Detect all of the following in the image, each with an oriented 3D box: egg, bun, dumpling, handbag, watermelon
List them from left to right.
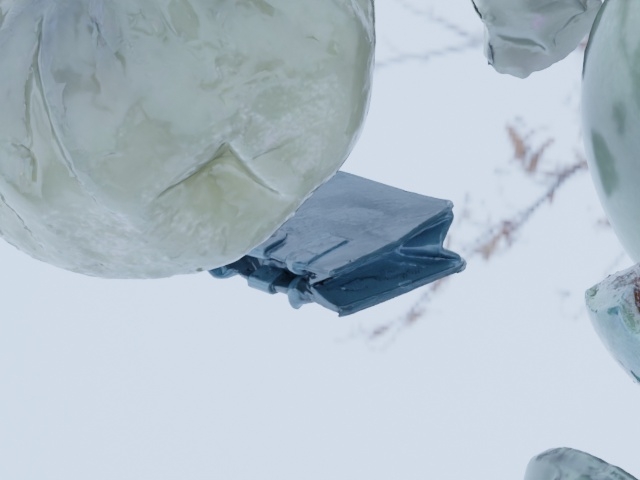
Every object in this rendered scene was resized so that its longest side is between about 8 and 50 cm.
[{"bbox_3d":[-0.140,-0.149,1.172,0.359,0.211,0.360,-8,-110,24],"label":"bun"},{"bbox_3d":[0.000,0.000,1.614,0.179,0.062,0.229,-21,-157,-31],"label":"handbag"},{"bbox_3d":[0.191,-0.238,1.574,0.127,0.188,0.108,-10,-166,8],"label":"dumpling"},{"bbox_3d":[0.216,0.026,1.005,0.071,0.139,0.187,28,176,-33],"label":"watermelon"},{"bbox_3d":[0.340,-0.074,1.390,0.258,0.352,0.258,-17,-155,9],"label":"egg"}]

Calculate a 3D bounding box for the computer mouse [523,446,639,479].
[{"bbox_3d":[0.245,0.282,1.268,0.095,0.331,0.197,-34,-148,-23],"label":"computer mouse"}]
